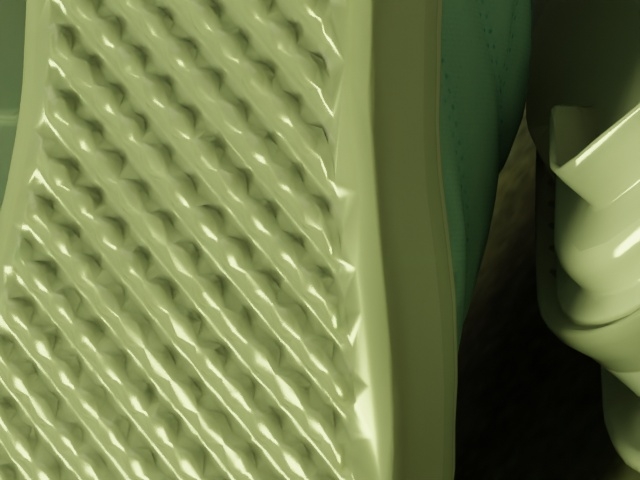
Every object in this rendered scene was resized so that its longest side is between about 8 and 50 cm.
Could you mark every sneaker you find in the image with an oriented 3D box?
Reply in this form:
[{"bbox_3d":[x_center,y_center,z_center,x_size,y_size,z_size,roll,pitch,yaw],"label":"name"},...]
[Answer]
[{"bbox_3d":[0.000,0.000,0.449,0.135,0.150,0.366,13,97,29],"label":"sneaker"}]

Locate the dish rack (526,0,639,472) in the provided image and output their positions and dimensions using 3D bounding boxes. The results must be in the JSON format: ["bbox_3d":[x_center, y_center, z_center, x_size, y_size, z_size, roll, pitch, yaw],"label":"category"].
[{"bbox_3d":[0.163,-0.122,0.409,0.333,0.072,0.285,-43,23,32],"label":"dish rack"}]

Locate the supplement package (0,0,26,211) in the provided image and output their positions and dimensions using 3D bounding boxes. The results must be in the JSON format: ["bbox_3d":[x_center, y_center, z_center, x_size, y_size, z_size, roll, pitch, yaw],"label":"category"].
[{"bbox_3d":[-0.165,0.016,0.541,0.262,0.204,0.145,-48,-6,-40],"label":"supplement package"}]
